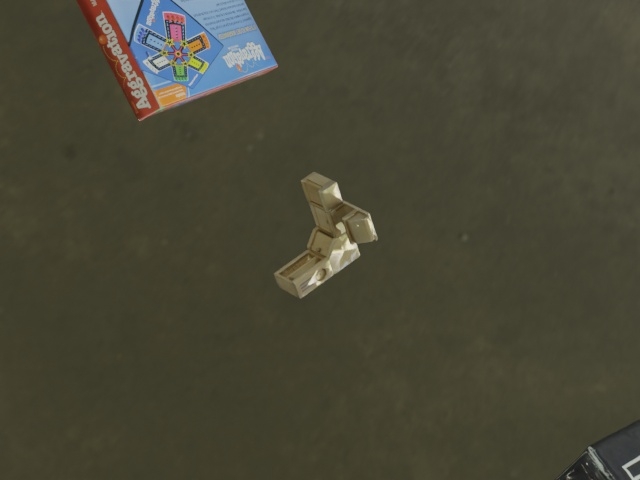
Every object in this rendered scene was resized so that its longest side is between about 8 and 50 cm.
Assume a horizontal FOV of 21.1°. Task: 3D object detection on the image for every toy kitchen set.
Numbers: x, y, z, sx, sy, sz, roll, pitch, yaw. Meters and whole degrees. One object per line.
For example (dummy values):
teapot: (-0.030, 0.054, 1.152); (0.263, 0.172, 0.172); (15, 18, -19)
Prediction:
toy kitchen set: (0.000, 0.000, 1.507); (0.068, 0.075, 0.083); (27, 144, 47)

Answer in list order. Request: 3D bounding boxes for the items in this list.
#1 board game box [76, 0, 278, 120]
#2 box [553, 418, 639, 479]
board game box: (-0.123, -0.190, 1.456); (0.027, 0.281, 0.145); (-27, 93, 21)
box: (0.315, 0.282, 1.315); (0.294, 0.296, 0.183); (52, 127, 18)
